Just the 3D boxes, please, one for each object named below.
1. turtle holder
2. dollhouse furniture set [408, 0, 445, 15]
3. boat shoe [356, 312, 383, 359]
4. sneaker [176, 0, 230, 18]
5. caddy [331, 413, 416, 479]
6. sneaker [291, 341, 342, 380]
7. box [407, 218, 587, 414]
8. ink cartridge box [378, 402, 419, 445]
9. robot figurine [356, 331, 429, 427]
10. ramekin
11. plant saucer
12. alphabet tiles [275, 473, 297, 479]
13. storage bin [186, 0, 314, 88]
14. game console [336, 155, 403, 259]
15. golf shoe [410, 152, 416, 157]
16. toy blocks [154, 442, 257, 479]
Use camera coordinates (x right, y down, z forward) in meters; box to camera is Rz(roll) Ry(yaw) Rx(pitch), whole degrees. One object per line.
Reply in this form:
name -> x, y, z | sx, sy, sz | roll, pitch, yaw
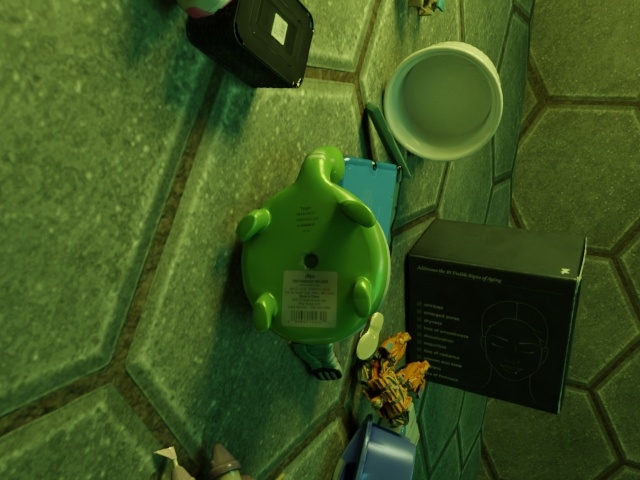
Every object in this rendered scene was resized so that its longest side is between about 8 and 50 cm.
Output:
turtle holder -> -0.014, 0.014, 0.904 | 0.320, 0.243, 0.227 | 62, 8, 12
dollhouse furniture set -> 0.278, -0.644, 1.292 | 0.184, 0.129, 0.128 | -5, 102, -60
boat shoe -> 0.125, 0.251, 1.383 | 0.137, 0.049, 0.043 | -64, -173, -29
sneaker -> -0.147, -0.397, 0.637 | 0.111, 0.103, 0.252 | 12, 81, -58
caddy -> 0.118, 0.622, 1.352 | 0.241, 0.179, 0.341 | 78, 27, -76
sneaker -> -0.005, 0.206, 1.120 | 0.223, 0.083, 0.098 | 73, 17, -47
box -> 0.545, 0.221, 1.685 | 0.297, 0.480, 0.471 | -44, 135, -51
ink cartridge box -> 0.244, 0.608, 1.671 | 0.139, 0.082, 0.190 | -55, 144, -38
robot figurine -> 0.202, 0.368, 1.441 | 0.211, 0.085, 0.291 | 55, 28, 1
ramekin -> 0.304, -0.345, 1.296 | 0.135, 0.277, 0.277 | -56, 144, -52
plant saucer -> 0.156, -0.229, 1.230 | 0.018, 0.067, 0.192 | -32, 117, 0
alphabet tiles -> -0.123, 0.672, 1.095 | 0.285, 0.011, 0.342 | -25, 120, -57
storage bin -> -0.093, -0.306, 0.766 | 0.180, 0.084, 0.121 | 18, 82, -61
game console -> 0.089, -0.037, 1.244 | 0.250, 0.173, 0.292 | 5, 94, -31
golf shoe -> 0.305, -0.309, 1.520 | 0.176, 0.069, 0.086 | -52, 135, -43
toy blocks -> -0.098, 0.427, 0.820 | 0.289, 0.309, 0.260 | 21, 38, -54
